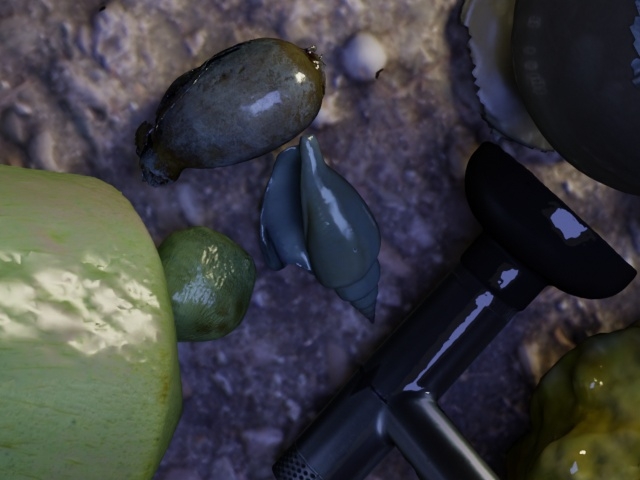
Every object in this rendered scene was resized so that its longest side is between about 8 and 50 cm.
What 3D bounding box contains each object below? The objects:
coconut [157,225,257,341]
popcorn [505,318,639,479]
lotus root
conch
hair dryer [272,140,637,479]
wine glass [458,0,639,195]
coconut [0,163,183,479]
[{"bbox_3d":[-0.095,0.038,1.070,0.088,0.088,0.096,27,86,-15],"label":"coconut"},{"bbox_3d":[0.305,0.209,1.083,0.294,0.292,0.334,31,85,-10],"label":"popcorn"},{"bbox_3d":[-0.069,-0.098,1.060,0.165,0.088,0.088,-27,103,1],"label":"lotus root"},{"bbox_3d":[0.005,-0.004,1.103,0.065,0.088,0.180,-54,129,-46],"label":"conch"},{"bbox_3d":[0.148,0.127,1.059,0.320,0.284,0.156,-56,149,2],"label":"hair dryer"},{"bbox_3d":[0.234,-0.149,0.998,0.238,0.323,0.238,-2,99,-15],"label":"wine glass"},{"bbox_3d":[-0.231,0.093,0.948,0.328,0.281,0.328,14,67,-36],"label":"coconut"}]
